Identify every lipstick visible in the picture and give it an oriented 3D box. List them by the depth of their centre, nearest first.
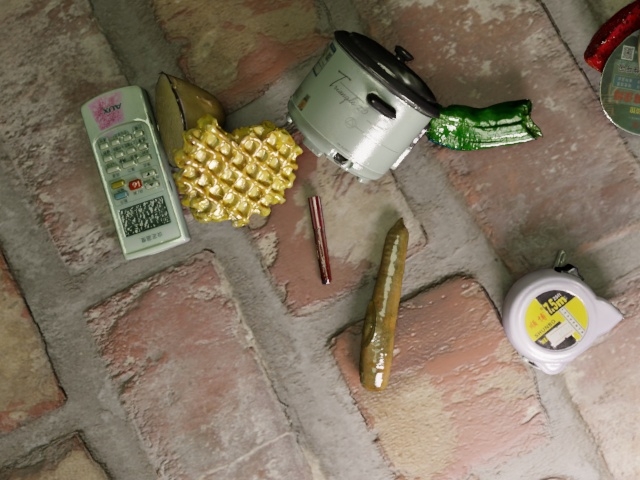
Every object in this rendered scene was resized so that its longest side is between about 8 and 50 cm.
[{"bbox_3d":[0.000,0.000,1.411,0.027,0.027,0.177,-9,90,8],"label":"lipstick"}]

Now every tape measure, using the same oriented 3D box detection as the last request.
[{"bbox_3d":[0.432,0.135,1.315,0.196,0.105,0.178,-38,92,8],"label":"tape measure"}]

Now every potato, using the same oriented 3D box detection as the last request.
[{"bbox_3d":[-0.244,-0.236,1.378,0.117,0.202,0.182,-10,82,-24],"label":"potato"}]

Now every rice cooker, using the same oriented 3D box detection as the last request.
[{"bbox_3d":[0.083,-0.251,1.281,0.241,0.280,0.227,34,109,-15],"label":"rice cooker"}]

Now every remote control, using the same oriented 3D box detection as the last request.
[{"bbox_3d":[-0.381,-0.141,1.453,0.145,0.050,0.344,-18,88,8],"label":"remote control"}]

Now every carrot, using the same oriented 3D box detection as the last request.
[{"bbox_3d":[0.123,0.123,1.377,0.070,0.070,0.343,9,90,8],"label":"carrot"}]

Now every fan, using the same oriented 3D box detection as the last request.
[{"bbox_3d":[0.588,-0.320,1.275,0.223,0.012,0.295,-23,102,-9],"label":"fan"}]

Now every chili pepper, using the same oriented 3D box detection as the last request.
[{"bbox_3d":[0.308,-0.219,1.347,0.224,0.061,0.098,2,86,7],"label":"chili pepper"}]

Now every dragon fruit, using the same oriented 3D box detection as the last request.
[{"bbox_3d":[0.555,-0.353,1.306,0.106,0.083,0.162,42,84,-14],"label":"dragon fruit"}]

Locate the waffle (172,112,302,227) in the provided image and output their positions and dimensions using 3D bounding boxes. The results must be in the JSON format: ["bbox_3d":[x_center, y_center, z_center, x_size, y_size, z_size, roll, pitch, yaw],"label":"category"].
[{"bbox_3d":[-0.152,-0.140,1.337,0.253,0.056,0.249,-26,131,-16],"label":"waffle"}]

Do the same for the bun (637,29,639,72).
[{"bbox_3d":[0.722,-0.358,1.179,0.360,0.213,0.361,-1,98,-9],"label":"bun"}]
